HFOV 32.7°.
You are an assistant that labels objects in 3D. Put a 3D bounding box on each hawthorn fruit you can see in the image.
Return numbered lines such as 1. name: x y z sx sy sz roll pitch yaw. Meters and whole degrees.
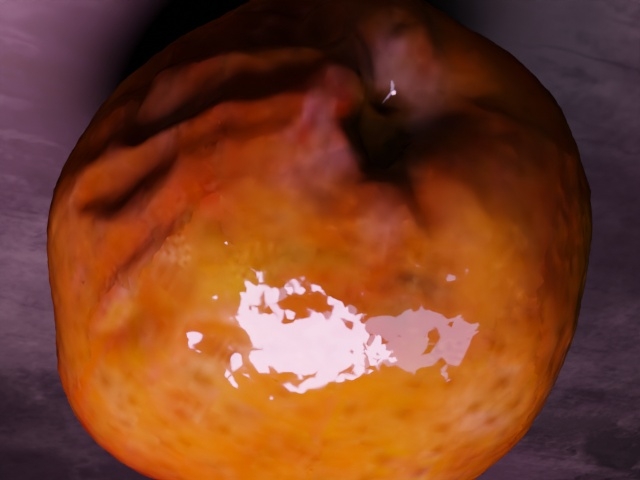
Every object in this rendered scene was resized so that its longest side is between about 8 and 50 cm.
1. hawthorn fruit: 0.000 0.000 0.895 0.472 0.471 0.471 -5 141 -5
